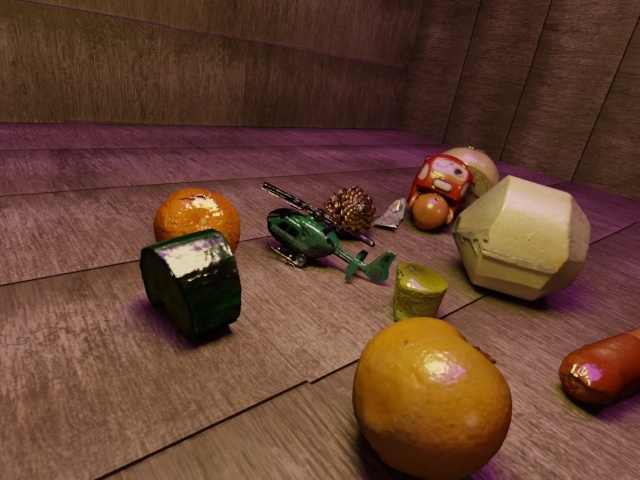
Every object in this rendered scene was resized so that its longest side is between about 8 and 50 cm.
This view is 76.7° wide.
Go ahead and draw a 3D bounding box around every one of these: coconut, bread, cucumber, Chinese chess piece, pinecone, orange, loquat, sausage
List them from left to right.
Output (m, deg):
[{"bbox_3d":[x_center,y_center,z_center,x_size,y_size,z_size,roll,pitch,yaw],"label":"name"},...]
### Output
[{"bbox_3d":[-0.230,0.074,0.742,0.130,0.191,0.191,-24,39,-37],"label":"cucumber"},{"bbox_3d":[-0.281,-0.026,0.932,0.193,0.193,0.161,4,2,-12],"label":"orange"},{"bbox_3d":[0.080,-0.085,1.235,0.174,0.173,0.173,8,24,-4],"label":"pinecone"},{"bbox_3d":[0.211,0.114,0.877,0.111,0.114,0.129,13,24,7],"label":"bread"},{"bbox_3d":[0.147,0.209,0.546,0.208,0.208,0.208,8,24,-4],"label":"loquat"},{"bbox_3d":[0.547,-0.230,1.565,0.270,0.270,0.112,18,52,18],"label":"Chinese chess piece"},{"bbox_3d":[0.499,-0.010,1.049,0.323,0.322,0.323,8,24,-4],"label":"coconut"},{"bbox_3d":[0.581,0.236,0.774,0.349,0.094,0.097,-3,40,-29],"label":"sausage"}]

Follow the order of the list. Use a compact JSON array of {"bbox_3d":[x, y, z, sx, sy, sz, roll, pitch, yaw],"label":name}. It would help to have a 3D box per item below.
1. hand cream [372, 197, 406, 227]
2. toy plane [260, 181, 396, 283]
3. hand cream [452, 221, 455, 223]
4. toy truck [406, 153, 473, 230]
[{"bbox_3d":[0.258,-0.093,1.433,0.084,0.050,0.257,15,30,18],"label":"hand cream"},{"bbox_3d":[0.000,0.000,1.020,0.382,0.155,0.106,33,29,10],"label":"toy plane"},{"bbox_3d":[0.546,-0.035,1.407,0.095,0.045,0.175,0,24,-13],"label":"hand cream"},{"bbox_3d":[0.408,-0.165,1.401,0.189,0.264,0.239,25,17,8],"label":"toy truck"}]
